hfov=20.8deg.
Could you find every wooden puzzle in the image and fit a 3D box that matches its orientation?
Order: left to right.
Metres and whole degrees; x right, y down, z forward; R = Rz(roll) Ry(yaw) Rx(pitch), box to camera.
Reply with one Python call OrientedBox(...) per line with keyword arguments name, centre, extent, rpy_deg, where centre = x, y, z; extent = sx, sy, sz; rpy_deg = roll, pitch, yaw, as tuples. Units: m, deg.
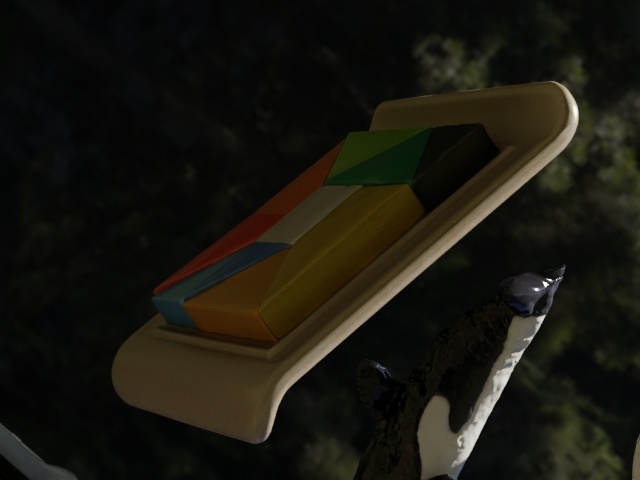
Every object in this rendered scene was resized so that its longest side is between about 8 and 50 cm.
OrientedBox(name="wooden puzzle", centre=(0.000, 0.000, 0.924), extent=(0.238, 0.044, 0.221), rpy_deg=(-45, -162, -18))

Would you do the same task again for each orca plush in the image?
OrientedBox(name="orca plush", centre=(0.072, 0.122, 1.311), extent=(0.287, 0.102, 0.151), rpy_deg=(-63, -178, 42))

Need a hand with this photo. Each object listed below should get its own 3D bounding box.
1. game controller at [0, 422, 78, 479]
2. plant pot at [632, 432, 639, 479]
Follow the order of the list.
OrientedBox(name="game controller", centre=(-0.267, 0.086, 1.054), extent=(0.067, 0.319, 0.166), rpy_deg=(-49, 178, -14))
OrientedBox(name="plant pot", centre=(0.451, 0.244, 1.339), extent=(0.333, 0.305, 0.334), rpy_deg=(-23, -152, 13))
